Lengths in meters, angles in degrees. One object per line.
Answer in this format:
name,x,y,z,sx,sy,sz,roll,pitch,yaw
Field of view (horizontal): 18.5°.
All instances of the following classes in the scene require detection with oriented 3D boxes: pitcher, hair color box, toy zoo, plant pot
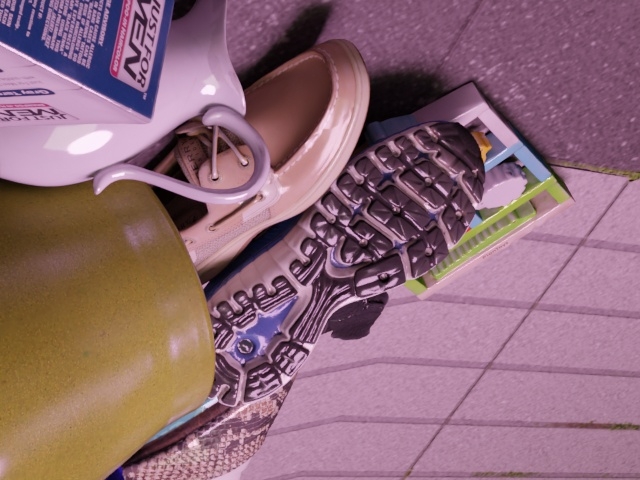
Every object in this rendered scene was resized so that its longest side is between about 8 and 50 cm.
pitcher,-0.152,-0.093,1.504,0.207,0.178,0.125,-17,164,-17
hair color box,-0.262,-0.169,1.193,0.174,0.105,0.347,1,165,34
toy zoo,0.111,-0.049,1.892,0.192,0.030,0.293,-34,147,13
plant pot,-0.286,0.093,1.561,0.353,0.366,0.366,-23,150,-26

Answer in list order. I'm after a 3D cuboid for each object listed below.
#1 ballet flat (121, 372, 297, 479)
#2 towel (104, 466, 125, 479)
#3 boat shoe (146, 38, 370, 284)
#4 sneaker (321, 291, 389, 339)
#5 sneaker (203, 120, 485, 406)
ballet flat,-0.208,0.242,1.941,0.483,0.164,0.182,-26,112,-3
towel,-0.279,0.223,1.706,0.227,0.308,0.076,-18,122,-11
boat shoe,-0.077,-0.063,1.673,0.098,0.109,0.302,8,140,-44
sneaker,0.029,0.052,1.968,0.089,0.051,0.170,-11,150,-23
sneaker,0.000,0.000,1.768,0.330,0.147,0.130,-38,112,2
